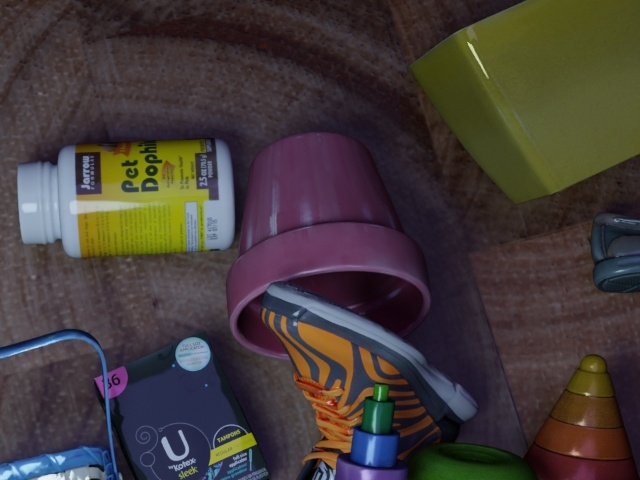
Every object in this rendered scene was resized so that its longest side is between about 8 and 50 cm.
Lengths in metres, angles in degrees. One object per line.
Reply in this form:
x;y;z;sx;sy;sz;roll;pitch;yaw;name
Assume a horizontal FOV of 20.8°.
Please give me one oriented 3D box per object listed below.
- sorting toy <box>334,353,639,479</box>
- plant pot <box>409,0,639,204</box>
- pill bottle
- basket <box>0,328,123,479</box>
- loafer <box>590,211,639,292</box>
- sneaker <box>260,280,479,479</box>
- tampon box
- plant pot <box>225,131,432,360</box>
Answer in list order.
0.168;0.172;1.654;0.365;0.127;0.126;2;98;-38;sorting toy
0.244;-0.153;1.804;0.212;0.212;0.187;-25;90;-11;plant pot
-0.196;-0.043;1.772;0.215;0.117;0.117;-3;75;-6;pill bottle
-0.309;0.241;1.625;0.254;0.201;0.289;-10;107;-8;basket
0.415;0.000;1.829;0.267;0.096;0.084;-4;69;-4;loafer
0.024;0.171;1.655;0.124;0.321;0.180;25;80;45;sneaker
-0.136;0.192;1.721;0.120;0.101;0.161;-24;78;-11;tampon box
0.000;0.000;1.751;0.201;0.201;0.180;-5;59;-6;plant pot
